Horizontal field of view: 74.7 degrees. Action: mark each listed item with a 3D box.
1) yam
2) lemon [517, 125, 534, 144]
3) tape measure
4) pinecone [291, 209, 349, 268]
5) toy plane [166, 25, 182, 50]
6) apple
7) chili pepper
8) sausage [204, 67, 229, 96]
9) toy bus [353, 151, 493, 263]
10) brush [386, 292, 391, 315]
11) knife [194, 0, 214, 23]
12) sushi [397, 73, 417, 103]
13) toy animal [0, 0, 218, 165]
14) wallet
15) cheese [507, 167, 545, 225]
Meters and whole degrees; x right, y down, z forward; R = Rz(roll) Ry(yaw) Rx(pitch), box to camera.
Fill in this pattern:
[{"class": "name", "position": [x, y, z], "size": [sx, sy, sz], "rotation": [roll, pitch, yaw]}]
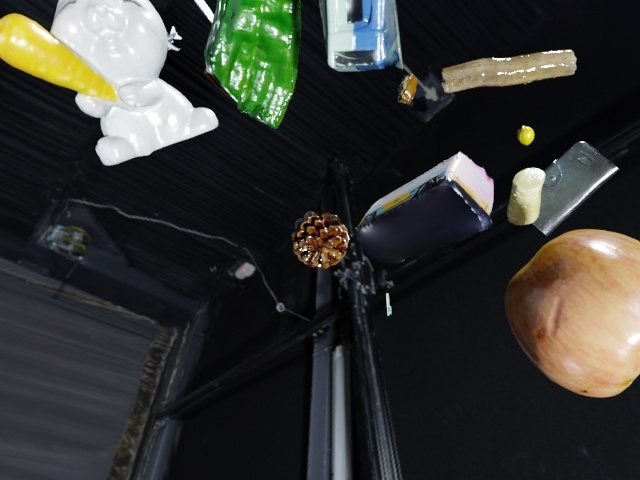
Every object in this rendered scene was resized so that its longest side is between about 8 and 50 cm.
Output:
[{"class": "yam", "position": [0.345, -0.315, 0.781], "size": [0.241, 0.057, 0.057], "rotation": [-6, -134, 6]}, {"class": "lemon", "position": [0.862, -0.443, 1.762], "size": [0.065, 0.092, 0.065], "rotation": [-22, -151, 13]}, {"class": "tape measure", "position": [0.082, -0.463, 0.835], "size": [0.138, 0.262, 0.259], "rotation": [-6, -161, 13]}, {"class": "pinecone", "position": [0.000, 0.000, 1.517], "size": [0.221, 0.221, 0.221], "rotation": [-39, -146, 34]}, {"class": "toy plane", "position": [-0.448, -0.580, 1.215], "size": [0.083, 0.078, 0.031], "rotation": [-32, -149, 1]}, {"class": "apple", "position": [0.660, 0.164, 1.039], "size": [0.391, 0.391, 0.346], "rotation": [-52, -127, 14]}, {"class": "chili pepper", "position": [-0.153, -0.465, 0.980], "size": [0.167, 0.213, 0.385], "rotation": [-96, -169, -71]}, {"class": "sausage", "position": [-0.357, -0.565, 1.495], "size": [0.041, 0.131, 0.039], "rotation": [-32, -127, 16]}, {"class": "toy bus", "position": [0.267, -0.072, 1.116], "size": [0.386, 0.171, 0.162], "rotation": [-29, -161, 52]}, {"class": "brush", "position": [0.246, 0.231, 1.512], "size": [0.013, 0.016, 0.083], "rotation": [2, -77, 40]}, {"class": "knife", "position": [-0.359, -0.691, 1.147], "size": [0.019, 0.313, 0.044], "rotation": [-32, -172, 37]}, {"class": "sushi", "position": [0.270, -0.472, 1.305], "size": [0.052, 0.055, 0.120], "rotation": [-16, -128, 62]}, {"class": "toy animal", "position": [-0.175, -0.158, 0.331], "size": [0.131, 0.181, 0.127], "rotation": [-23, -154, -18]}, {"class": "wallet", "position": [0.846, -0.183, 1.464], "size": [0.318, 0.172, 0.045], "rotation": [-48, 168, 18]}, {"class": "cheese", "position": [0.679, -0.141, 1.381], "size": [0.123, 0.167, 0.094], "rotation": [-39, -132, -25]}]
